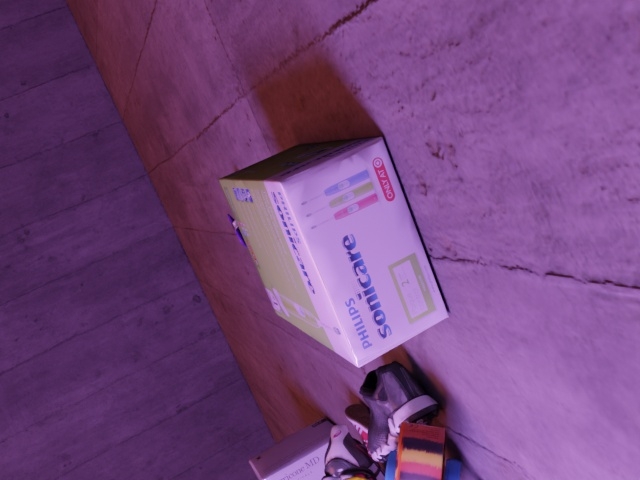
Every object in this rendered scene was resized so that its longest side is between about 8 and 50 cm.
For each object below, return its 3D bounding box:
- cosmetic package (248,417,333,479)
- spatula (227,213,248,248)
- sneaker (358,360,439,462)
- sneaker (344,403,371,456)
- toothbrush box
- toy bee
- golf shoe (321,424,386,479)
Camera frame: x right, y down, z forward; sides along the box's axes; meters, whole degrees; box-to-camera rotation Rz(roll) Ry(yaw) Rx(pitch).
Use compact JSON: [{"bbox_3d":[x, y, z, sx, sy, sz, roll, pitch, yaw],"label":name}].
[{"bbox_3d":[0.017,0.637,1.593,0.384,0.217,0.156,64,165,-10],"label":"cosmetic package"},{"bbox_3d":[-0.169,-0.054,1.423,0.084,0.030,0.296,61,165,17],"label":"spatula"},{"bbox_3d":[0.098,0.233,0.954,0.106,0.078,0.234,59,160,25],"label":"sneaker"},{"bbox_3d":[0.083,0.338,1.216,0.118,0.042,0.067,23,133,64],"label":"sneaker"},{"bbox_3d":[0.000,0.000,0.803,0.206,0.122,0.283,68,165,-12],"label":"toothbrush box"},{"bbox_3d":[0.137,0.353,0.867,0.298,0.195,0.162,48,-138,-43],"label":"toy bee"},{"bbox_3d":[0.084,0.430,1.266,0.273,0.105,0.120,57,-155,-52],"label":"golf shoe"}]
